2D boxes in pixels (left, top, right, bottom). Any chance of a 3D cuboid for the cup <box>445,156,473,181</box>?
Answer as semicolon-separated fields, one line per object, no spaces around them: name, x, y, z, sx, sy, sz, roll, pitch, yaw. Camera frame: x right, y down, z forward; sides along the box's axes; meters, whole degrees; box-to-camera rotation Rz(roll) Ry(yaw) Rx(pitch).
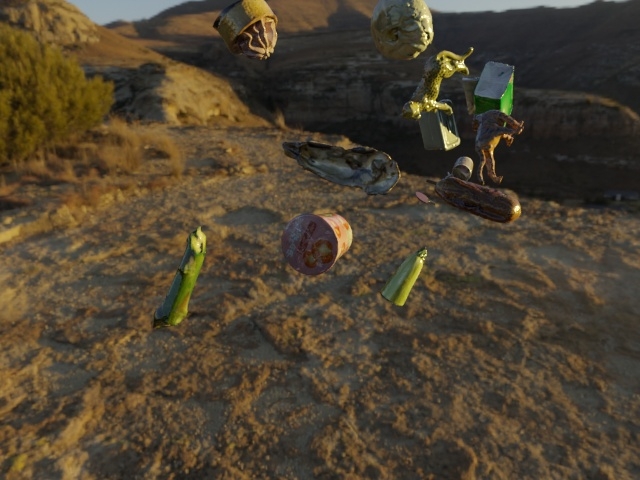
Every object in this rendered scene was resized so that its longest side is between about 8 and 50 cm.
cup;0.556;-0.273;2.078;0.074;0.102;0.099;34;37;2

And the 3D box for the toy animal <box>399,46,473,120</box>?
toy animal;0.258;-0.356;1.175;0.136;0.181;0.073;-4;40;-39

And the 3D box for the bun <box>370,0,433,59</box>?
bun;0.285;-0.749;1.870;0.239;0.239;0.141;8;48;27

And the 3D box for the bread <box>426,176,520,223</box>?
bread;0.529;-0.156;1.837;0.344;0.083;0.124;25;40;20

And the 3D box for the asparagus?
asparagus;-0.414;0.123;1.588;0.082;0.342;0.085;24;1;-36

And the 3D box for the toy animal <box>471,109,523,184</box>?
toy animal;0.414;-0.238;1.282;0.116;0.114;0.255;21;51;9

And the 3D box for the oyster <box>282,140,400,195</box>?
oyster;0.058;-0.224;1.489;0.345;0.128;0.078;16;29;4

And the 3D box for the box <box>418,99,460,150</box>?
box;0.412;-0.400;1.846;0.093;0.172;0.124;-3;17;44

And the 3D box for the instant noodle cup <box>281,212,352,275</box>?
instant noodle cup;0.000;0.000;2.096;0.243;0.242;0.231;6;12;23

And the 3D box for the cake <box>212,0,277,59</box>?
cake;-0.225;-0.673;1.724;0.208;0.178;0.185;-20;9;48

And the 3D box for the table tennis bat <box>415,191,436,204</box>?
table tennis bat;0.350;-0.138;1.750;0.083;0.007;0.050;22;35;-20

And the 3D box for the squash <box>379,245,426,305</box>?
squash;0.301;0.114;1.809;0.094;0.224;0.094;31;9;-5

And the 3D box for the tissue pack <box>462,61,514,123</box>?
tissue pack;0.582;-0.498;1.835;0.156;0.147;0.209;21;-15;26
